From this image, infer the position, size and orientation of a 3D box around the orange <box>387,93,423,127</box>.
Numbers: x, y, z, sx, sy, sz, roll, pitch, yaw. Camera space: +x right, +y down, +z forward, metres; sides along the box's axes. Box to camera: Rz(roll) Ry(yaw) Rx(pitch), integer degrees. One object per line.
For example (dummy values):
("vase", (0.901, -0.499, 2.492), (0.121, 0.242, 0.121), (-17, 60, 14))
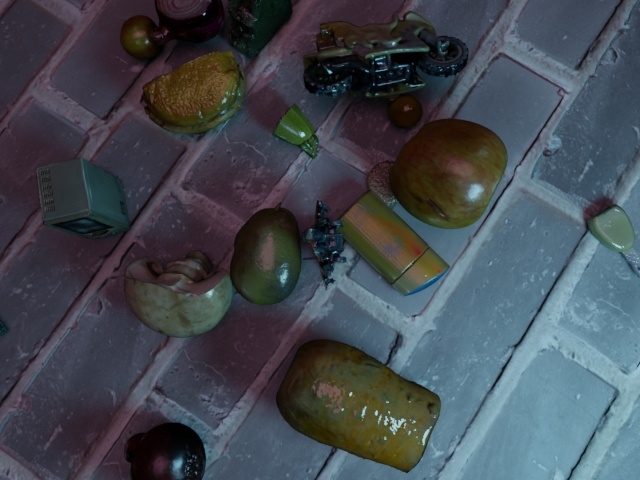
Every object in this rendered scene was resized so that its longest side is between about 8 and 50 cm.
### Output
("orange", (0.220, -0.341, 1.207), (0.095, 0.085, 0.085), (44, 85, 12))

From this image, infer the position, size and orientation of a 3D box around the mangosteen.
("mangosteen", (-0.364, 0.514, 1.070), (0.200, 0.200, 0.199), (0, 82, 2))

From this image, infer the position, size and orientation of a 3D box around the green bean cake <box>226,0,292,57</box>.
("green bean cake", (-0.177, -0.615, 1.201), (0.107, 0.208, 0.193), (41, 83, 10))

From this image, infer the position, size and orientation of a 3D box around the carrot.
("carrot", (0.080, 0.365, 1.038), (0.341, 0.224, 0.224), (26, 83, 2))

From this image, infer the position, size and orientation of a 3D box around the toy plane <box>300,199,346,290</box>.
("toy plane", (0.007, -0.001, 1.040), (0.105, 0.326, 0.222), (-4, 82, -2))

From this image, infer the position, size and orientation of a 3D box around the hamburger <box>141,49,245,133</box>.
("hamburger", (-0.318, -0.362, 1.203), (0.283, 0.144, 0.156), (-24, 88, 3))

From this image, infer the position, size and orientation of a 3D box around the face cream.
("face cream", (0.177, 0.014, 1.163), (0.139, 0.067, 0.285), (-45, 83, -2))

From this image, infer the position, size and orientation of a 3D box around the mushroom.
("mushroom", (-0.339, 0.136, 1.124), (0.254, 0.195, 0.188), (12, 116, 4))

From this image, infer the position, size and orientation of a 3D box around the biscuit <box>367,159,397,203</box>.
("biscuit", (0.181, -0.154, 1.214), (0.120, 0.015, 0.120), (0, 83, 2))

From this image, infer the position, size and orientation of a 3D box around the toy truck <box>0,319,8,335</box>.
("toy truck", (-0.849, 0.212, 1.188), (0.044, 0.039, 0.083), (-37, 83, -20))

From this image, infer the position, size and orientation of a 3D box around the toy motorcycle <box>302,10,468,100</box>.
("toy motorcycle", (0.150, -0.467, 1.165), (0.411, 0.168, 0.236), (-12, 49, -4))

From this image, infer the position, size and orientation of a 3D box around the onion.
("onion", (-0.366, -0.593, 1.238), (0.195, 0.140, 0.218), (35, 85, 10))

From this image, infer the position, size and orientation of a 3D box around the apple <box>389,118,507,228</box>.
("apple", (0.294, -0.163, 1.095), (0.265, 0.264, 0.264), (0, 82, 2))

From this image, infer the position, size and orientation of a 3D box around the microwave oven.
("microwave oven", (-0.585, -0.096, 1.139), (0.129, 0.205, 0.162), (-15, 80, -1))

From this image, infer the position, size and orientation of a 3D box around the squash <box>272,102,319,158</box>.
("squash", (-0.047, -0.281, 1.212), (0.132, 0.105, 0.105), (36, 84, -7))

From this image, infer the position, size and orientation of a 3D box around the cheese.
("cheese", (0.758, 0.007, 1.158), (0.097, 0.037, 0.192), (-29, 81, -1))

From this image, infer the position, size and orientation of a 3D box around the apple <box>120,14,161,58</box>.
("apple", (-0.492, -0.555, 1.257), (0.102, 0.099, 0.114), (-14, 85, 3))

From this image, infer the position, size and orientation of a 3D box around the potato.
("potato", (-0.127, 0.029, 1.124), (0.175, 0.159, 0.251), (11, 94, 3))
